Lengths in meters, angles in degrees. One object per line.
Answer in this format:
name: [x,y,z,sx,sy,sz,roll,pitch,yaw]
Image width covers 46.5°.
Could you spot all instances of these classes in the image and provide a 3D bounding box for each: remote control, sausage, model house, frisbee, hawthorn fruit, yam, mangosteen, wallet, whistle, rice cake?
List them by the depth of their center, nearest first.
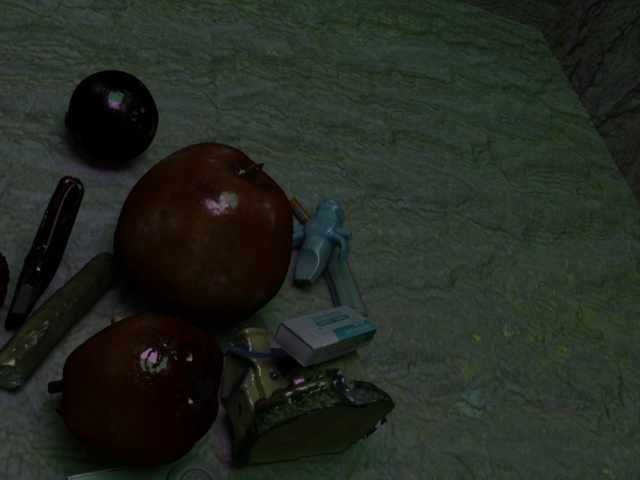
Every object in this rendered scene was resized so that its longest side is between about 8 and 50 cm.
frisbee: [-0.224,0.444,1.341,0.110,0.014,0.110,19,44,-19]
hawthorn fruit: [-0.320,0.270,1.357,0.295,0.311,0.294,19,61,-39]
wallet: [-0.551,0.026,1.492,0.071,0.221,0.262,25,42,-18]
yam: [-0.526,0.148,1.505,0.083,0.083,0.371,32,41,-3]
model house: [-0.042,0.291,1.546,0.321,0.261,0.266,6,46,-37]
hawthorn fruit: [-0.229,-0.025,1.622,0.403,0.402,0.402,18,44,-18]
remote control: [-0.221,0.221,1.670,0.245,0.022,0.077,-16,60,-41]
mangosteen: [-0.531,-0.308,1.840,0.266,0.228,0.228,10,31,31]
whistle: [0.000,0.000,1.927,0.186,0.093,0.273,3,51,26]
rice cake: [0.056,0.107,1.939,0.080,0.042,0.221,1,51,-29]
sausage: [-0.050,-0.070,2.042,0.031,0.031,0.107,-20,66,-43]

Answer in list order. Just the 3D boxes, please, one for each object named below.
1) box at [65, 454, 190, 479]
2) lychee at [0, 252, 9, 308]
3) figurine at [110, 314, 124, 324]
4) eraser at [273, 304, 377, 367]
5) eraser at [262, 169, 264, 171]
box: [-0.332,0.473,1.317,0.225,0.086,0.129,-1,52,-33]
lychee: [-0.681,0.073,1.400,0.195,0.194,0.194,18,44,-18]
figurine: [-0.381,0.239,1.519,0.083,0.083,0.187,-24,77,-44]
eraser: [0.014,0.189,1.515,0.096,0.052,0.225,36,25,29]
eraser: [-0.240,-0.129,1.923,0.174,0.081,0.227,29,35,-10]
